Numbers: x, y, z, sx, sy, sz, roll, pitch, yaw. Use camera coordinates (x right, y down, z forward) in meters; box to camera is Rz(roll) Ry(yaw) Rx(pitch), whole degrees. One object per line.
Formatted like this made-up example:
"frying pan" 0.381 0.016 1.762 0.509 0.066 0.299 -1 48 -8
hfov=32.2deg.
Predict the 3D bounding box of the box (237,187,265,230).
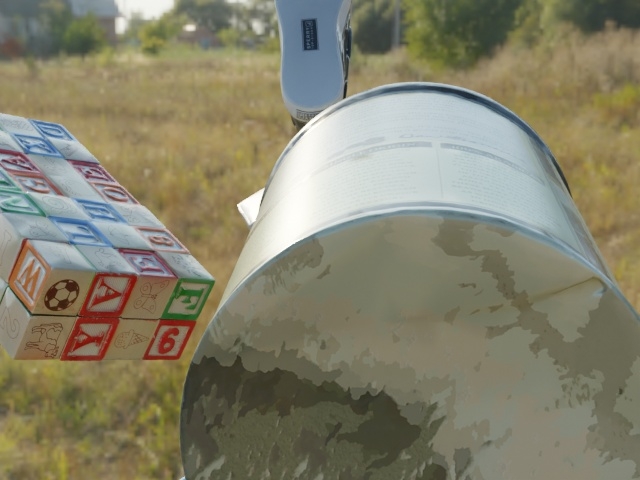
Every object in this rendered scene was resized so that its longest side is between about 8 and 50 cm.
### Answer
"box" 0.000 0.000 0.857 0.087 0.101 0.102 -31 15 -4

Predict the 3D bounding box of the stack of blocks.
"stack of blocks" -0.252 -0.013 0.997 0.171 0.087 0.297 7 27 -47

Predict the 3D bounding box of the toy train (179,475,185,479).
"toy train" -0.174 0.277 0.973 0.166 0.046 0.125 -31 10 -8

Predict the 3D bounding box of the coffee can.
"coffee can" 0.050 0.040 0.573 0.201 0.201 0.275 1 18 4

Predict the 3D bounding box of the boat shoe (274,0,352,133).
"boat shoe" -0.002 -0.196 1.091 0.080 0.228 0.076 -3 -31 1
